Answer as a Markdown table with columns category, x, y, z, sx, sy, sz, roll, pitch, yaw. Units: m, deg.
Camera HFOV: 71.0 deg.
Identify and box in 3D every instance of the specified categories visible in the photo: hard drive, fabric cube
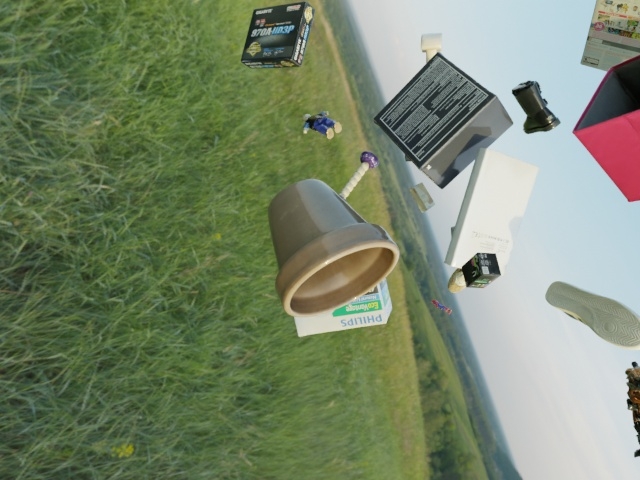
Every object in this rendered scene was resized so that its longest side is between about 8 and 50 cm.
| category | x | y | z | sx | sy | sz | roll | pitch | yaw |
| --- | --- | --- | --- | --- | --- | --- | --- | --- | --- |
| hard drive | 0.521 | -0.079 | 1.362 | 0.047 | 0.233 | 0.352 | 30 | -73 | 61 |
| fabric cube | 0.810 | -0.278 | 1.032 | 0.258 | 0.254 | 0.259 | 43 | -19 | -14 |

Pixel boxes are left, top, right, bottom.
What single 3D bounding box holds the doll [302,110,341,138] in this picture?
| category | x | y | z | sx | sy | sz | roll | pitch | yaw |
| --- | --- | --- | --- | --- | --- | --- | --- | --- | --- |
| doll | -0.010 | -0.426 | 1.640 | 0.189 | 0.129 | 0.046 | 39 | -17 | 44 |

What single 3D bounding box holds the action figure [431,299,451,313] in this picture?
| category | x | y | z | sx | sy | sz | roll | pitch | yaw |
| --- | --- | --- | --- | --- | --- | --- | --- | --- | --- |
| action figure | 0.537 | 0.295 | 2.021 | 0.038 | 0.030 | 0.115 | 26 | 7 | -31 |

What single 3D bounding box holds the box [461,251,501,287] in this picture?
| category | x | y | z | sx | sy | sz | roll | pitch | yaw |
| --- | --- | --- | --- | --- | --- | --- | --- | --- | --- |
| box | 0.395 | 0.075 | 1.106 | 0.083 | 0.052 | 0.062 | 112 | -22 | -60 |

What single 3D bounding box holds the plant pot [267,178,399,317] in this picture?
| category | x | y | z | sx | sy | sz | roll | pitch | yaw |
| --- | --- | --- | --- | --- | --- | --- | --- | --- | --- |
| plant pot | 0.000 | 0.000 | 0.950 | 0.229 | 0.263 | 0.263 | 62 | 8 | 28 |

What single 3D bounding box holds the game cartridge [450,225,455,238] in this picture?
| category | x | y | z | sx | sy | sz | roll | pitch | yaw |
| --- | --- | --- | --- | --- | --- | --- | --- | --- | --- |
| game cartridge | 0.578 | -0.010 | 1.627 | 0.297 | 0.198 | 0.062 | 46 | 35 | -64 |

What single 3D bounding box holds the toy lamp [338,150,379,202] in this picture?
| category | x | y | z | sx | sy | sz | roll | pitch | yaw |
| --- | --- | --- | --- | --- | --- | --- | --- | --- | --- |
| toy lamp | 0.097 | -0.183 | 1.495 | 0.274 | 0.080 | 0.080 | -56 | 137 | -24 |

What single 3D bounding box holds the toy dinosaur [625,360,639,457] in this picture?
| category | x | y | z | sx | sy | sz | roll | pitch | yaw |
| --- | --- | --- | --- | --- | --- | --- | --- | --- | --- |
| toy dinosaur | 0.863 | 0.431 | 1.138 | 0.322 | 0.164 | 0.218 | 25 | 43 | -23 |

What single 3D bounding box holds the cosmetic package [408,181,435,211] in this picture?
| category | x | y | z | sx | sy | sz | roll | pitch | yaw |
| --- | --- | --- | --- | --- | --- | --- | --- | --- | --- |
| cosmetic package | 0.437 | -0.185 | 1.928 | 0.115 | 0.060 | 0.041 | 57 | -30 | -4 |

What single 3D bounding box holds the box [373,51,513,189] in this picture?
| category | x | y | z | sx | sy | sz | roll | pitch | yaw |
| --- | --- | --- | --- | --- | --- | --- | --- | --- | --- |
| box | 0.383 | -0.378 | 1.433 | 0.183 | 0.296 | 0.294 | 26 | 27 | -47 |

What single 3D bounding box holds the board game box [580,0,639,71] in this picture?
| category | x | y | z | sx | sy | sz | roll | pitch | yaw |
| --- | --- | --- | --- | --- | --- | --- | --- | --- | --- |
| board game box | 1.059 | -0.734 | 1.548 | 0.224 | 0.097 | 0.303 | 35 | -18 | 32 |

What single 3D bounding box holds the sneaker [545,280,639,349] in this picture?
| category | x | y | z | sx | sy | sz | roll | pitch | yaw |
| --- | --- | --- | --- | --- | --- | --- | --- | --- | --- |
| sneaker | 0.932 | 0.244 | 1.484 | 0.148 | 0.131 | 0.350 | 21 | 14 | -29 |

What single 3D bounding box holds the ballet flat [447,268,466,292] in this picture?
| category | x | y | z | sx | sy | sz | roll | pitch | yaw |
| --- | --- | --- | --- | --- | --- | --- | --- | --- | --- |
| ballet flat | 0.547 | 0.113 | 1.660 | 0.073 | 0.206 | 0.067 | 42 | 11 | 16 |

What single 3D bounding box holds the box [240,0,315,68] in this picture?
| category | x | y | z | sx | sy | sz | roll | pitch | yaw |
| --- | --- | --- | --- | --- | --- | --- | --- | --- | --- |
| box | -0.132 | -0.614 | 1.355 | 0.051 | 0.221 | 0.175 | 13 | 92 | -53 |

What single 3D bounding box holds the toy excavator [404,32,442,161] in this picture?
| category | x | y | z | sx | sy | sz | roll | pitch | yaw |
| --- | --- | --- | --- | --- | --- | --- | --- | --- | --- |
| toy excavator | 0.472 | -0.577 | 1.896 | 0.445 | 0.223 | 0.431 | 26 | 68 | -76 |

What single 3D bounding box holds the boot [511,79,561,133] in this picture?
| category | x | y | z | sx | sy | sz | roll | pitch | yaw |
| --- | --- | --- | --- | --- | --- | --- | --- | --- | --- |
| boot | 0.843 | -0.537 | 1.802 | 0.207 | 0.094 | 0.246 | 54 | 10 | -8 |

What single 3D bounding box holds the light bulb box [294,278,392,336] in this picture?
| category | x | y | z | sx | sy | sz | roll | pitch | yaw |
| --- | --- | --- | --- | --- | --- | --- | --- | --- | --- |
| light bulb box | 0.064 | 0.153 | 1.755 | 0.225 | 0.358 | 0.360 | -25 | 102 | -73 |
